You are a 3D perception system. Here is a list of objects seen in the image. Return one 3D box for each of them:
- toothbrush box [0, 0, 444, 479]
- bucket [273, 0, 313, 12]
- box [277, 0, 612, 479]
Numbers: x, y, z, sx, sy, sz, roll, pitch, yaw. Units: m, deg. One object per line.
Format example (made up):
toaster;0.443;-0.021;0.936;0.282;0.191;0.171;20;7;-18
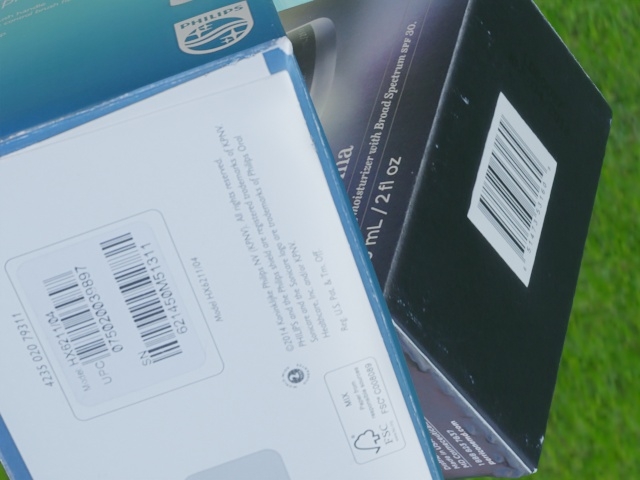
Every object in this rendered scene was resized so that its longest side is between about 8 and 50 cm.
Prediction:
toothbrush box;-0.055;-0.014;0.634;0.126;0.295;0.216;-19;120;1
bucket;0.042;-0.262;1.461;0.281;0.281;0.183;-32;103;20
box;0.000;0.000;1.137;0.294;0.296;0.183;-13;134;36
